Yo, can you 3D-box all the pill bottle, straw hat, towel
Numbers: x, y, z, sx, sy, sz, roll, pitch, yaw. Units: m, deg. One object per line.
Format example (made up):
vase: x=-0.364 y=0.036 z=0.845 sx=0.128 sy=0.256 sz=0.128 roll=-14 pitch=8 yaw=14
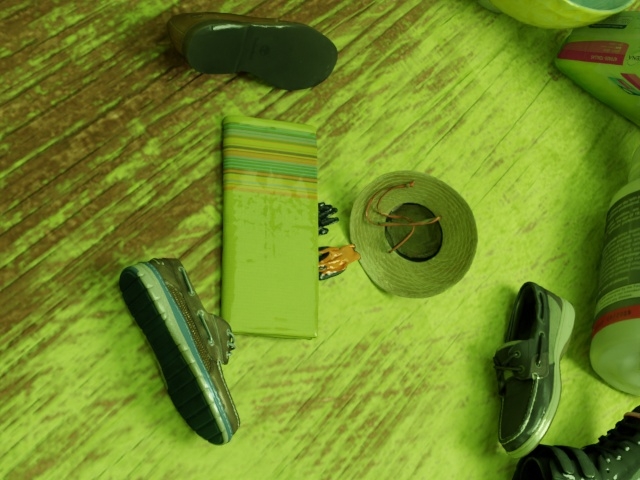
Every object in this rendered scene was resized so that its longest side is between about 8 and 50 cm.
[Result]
pill bottle: x=0.444 y=0.026 z=1.212 sx=0.176 sy=0.176 sz=0.318 roll=29 pitch=58 yaw=-21
straw hat: x=0.105 y=-0.011 z=1.066 sx=0.144 sy=0.144 sz=0.061 roll=58 pitch=12 yaw=-1
towel: x=-0.053 y=-0.016 z=0.989 sx=0.102 sy=0.021 sz=0.237 roll=6 pitch=69 yaw=-17

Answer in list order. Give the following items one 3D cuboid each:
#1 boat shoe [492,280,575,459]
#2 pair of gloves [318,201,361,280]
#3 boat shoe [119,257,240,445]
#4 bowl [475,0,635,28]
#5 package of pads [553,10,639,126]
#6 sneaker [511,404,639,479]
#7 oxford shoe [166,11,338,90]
boat shoe: x=0.229 y=0.140 z=1.089 sx=0.073 sy=0.080 sz=0.223 roll=35 pitch=50 yaw=-11
pair of gloves: x=0.000 y=0.000 z=1.028 sx=0.074 sy=0.010 sz=0.083 roll=-22 pitch=82 yaw=-36
boat shoe: x=-0.113 y=0.095 z=0.879 sx=0.066 sy=0.066 sz=0.183 roll=-23 pitch=86 yaw=-39
bowl: x=0.273 y=-0.389 z=1.273 sx=0.289 sy=0.156 sz=0.289 roll=13 pitch=64 yaw=-29
package of pads: x=0.488 y=-0.201 z=1.306 sx=0.297 sy=0.229 sz=0.101 roll=28 pitch=94 yaw=-21
sneaker: x=0.311 y=0.238 z=1.047 sx=0.147 sy=0.104 sz=0.295 roll=40 pitch=75 yaw=-16
oxford shoe: x=-0.069 y=-0.214 z=1.035 sx=0.212 sy=0.076 sz=0.076 roll=3 pitch=30 yaw=-43
